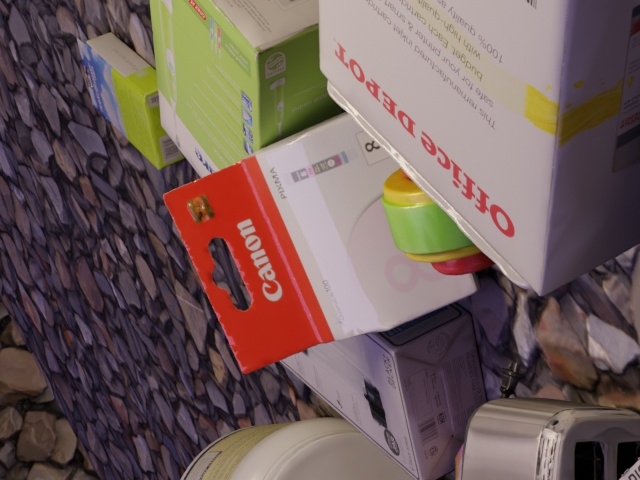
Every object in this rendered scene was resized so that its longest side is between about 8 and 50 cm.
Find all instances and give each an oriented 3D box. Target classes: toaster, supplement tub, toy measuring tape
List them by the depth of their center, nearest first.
[{"bbox_3d":[0.135,-0.022,1.547,0.330,0.121,0.121,19,131,62],"label":"toy measuring tape"},{"bbox_3d":[0.199,0.215,1.618,0.146,0.129,0.227,174,99,-64],"label":"toaster"},{"bbox_3d":[-0.018,0.312,2.139,0.235,0.235,0.325,65,160,-1],"label":"supplement tub"}]

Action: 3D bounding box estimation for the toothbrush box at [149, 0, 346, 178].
[{"bbox_3d":[-0.060,-0.159,1.848,0.206,0.122,0.283,51,155,33],"label":"toothbrush box"}]

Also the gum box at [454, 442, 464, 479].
[{"bbox_3d":[0.159,0.266,1.771,0.107,0.062,0.188,108,166,-62],"label":"gum box"}]

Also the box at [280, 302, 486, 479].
[{"bbox_3d":[0.045,0.095,1.944,0.290,0.087,0.169,35,146,52],"label":"box"}]

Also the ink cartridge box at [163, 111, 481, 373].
[{"bbox_3d":[0.000,0.000,1.745,0.066,0.232,0.189,-89,-25,-82],"label":"ink cartridge box"}]

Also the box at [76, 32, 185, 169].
[{"bbox_3d":[-0.225,-0.171,2.349,0.178,0.042,0.109,42,150,46],"label":"box"}]

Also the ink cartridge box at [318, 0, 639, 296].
[{"bbox_3d":[0.130,-0.199,1.279,0.279,0.160,0.385,49,155,34],"label":"ink cartridge box"}]

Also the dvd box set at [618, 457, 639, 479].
[{"bbox_3d":[0.333,0.321,1.313,0.420,0.062,0.307,58,141,22],"label":"dvd box set"}]
